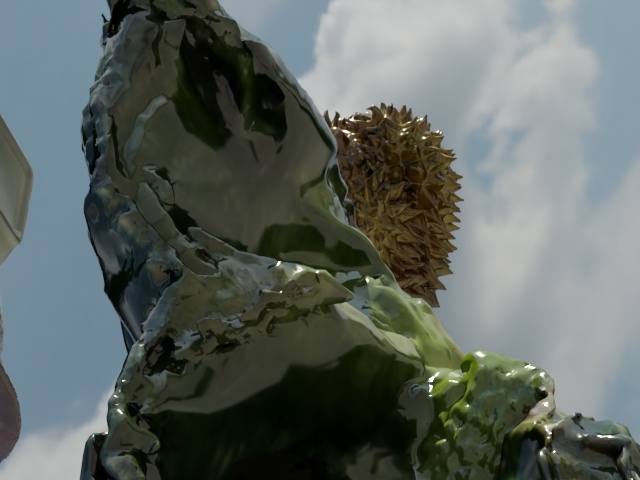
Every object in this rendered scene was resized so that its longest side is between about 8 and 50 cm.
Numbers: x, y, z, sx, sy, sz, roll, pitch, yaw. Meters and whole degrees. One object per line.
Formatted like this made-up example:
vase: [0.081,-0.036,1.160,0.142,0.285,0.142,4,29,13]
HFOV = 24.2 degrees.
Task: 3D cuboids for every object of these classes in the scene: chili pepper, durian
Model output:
chili pepper: [0.002,0.047,0.424,0.116,0.264,0.148,-42,-44,2]
durian: [0.000,0.000,0.849,0.137,0.158,0.168,-82,-4,-55]

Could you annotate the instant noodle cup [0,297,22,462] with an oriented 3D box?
instant noodle cup: [-0.237,-0.007,0.646,0.274,0.274,0.091,67,-143,-46]

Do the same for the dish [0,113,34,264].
dish: [-0.316,-0.077,1.297,0.234,0.064,0.154,67,-162,-49]
